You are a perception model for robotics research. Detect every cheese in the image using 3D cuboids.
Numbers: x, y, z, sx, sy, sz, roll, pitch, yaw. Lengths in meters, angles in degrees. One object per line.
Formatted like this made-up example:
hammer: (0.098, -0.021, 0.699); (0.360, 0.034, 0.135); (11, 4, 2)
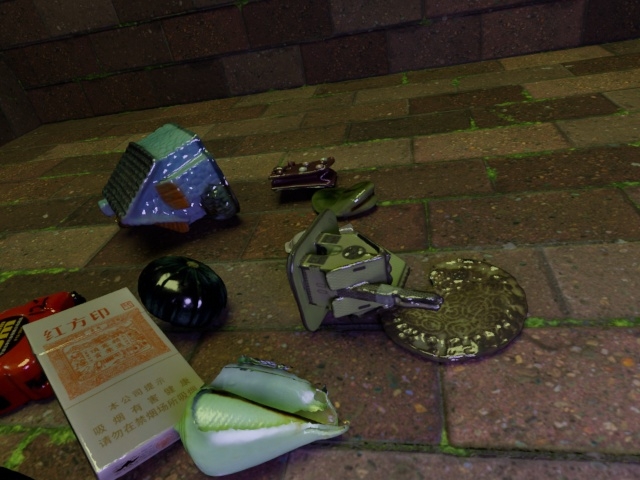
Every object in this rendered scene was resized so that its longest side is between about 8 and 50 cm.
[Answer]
cheese: (0.000, 0.000, 1.127); (0.190, 0.042, 0.105); (-12, 34, -2)

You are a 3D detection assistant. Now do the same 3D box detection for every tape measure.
tape measure: (-0.648, 0.240, 0.911); (0.260, 0.114, 0.253); (-16, 34, -1)

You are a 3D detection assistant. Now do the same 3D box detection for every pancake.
pancake: (0.260, 0.129, 0.862); (0.285, 0.033, 0.288); (0, 34, 20)

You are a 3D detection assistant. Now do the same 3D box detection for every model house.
model house: (-0.485, -0.141, 1.303); (0.339, 0.298, 0.360); (-35, 38, -19)
model house: (0.112, 0.066, 0.839); (0.278, 0.205, 0.218); (4, 37, 25)

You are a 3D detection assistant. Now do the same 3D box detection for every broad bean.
broad bean: (0.067, -0.119, 1.276); (0.206, 0.072, 0.153); (-5, 28, 33)

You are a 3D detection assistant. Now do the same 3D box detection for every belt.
belt: (-0.664, -0.072, 1.457); (0.059, 0.036, 0.083); (-40, 41, -26)

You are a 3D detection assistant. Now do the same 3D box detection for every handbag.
handbag: (-0.056, -0.222, 1.416); (0.216, 0.074, 0.203); (-4, 19, 10)

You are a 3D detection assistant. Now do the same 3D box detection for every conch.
conch: (-0.098, 0.263, 0.673); (0.250, 0.137, 0.143); (-20, 33, -12)

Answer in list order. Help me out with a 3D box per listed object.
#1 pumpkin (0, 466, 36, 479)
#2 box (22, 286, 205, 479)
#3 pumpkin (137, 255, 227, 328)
pumpkin: (-0.352, 0.392, 0.368); (0.266, 0.364, 0.363); (-24, 35, -20)
box: (-0.373, 0.234, 0.786); (0.204, 0.051, 0.365); (-23, 45, -38)
pumpkin: (-0.300, 0.111, 0.941); (0.194, 0.194, 0.150); (9, 77, 29)
